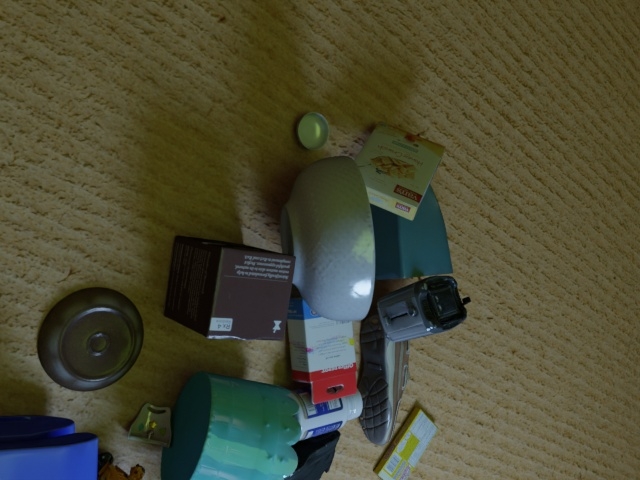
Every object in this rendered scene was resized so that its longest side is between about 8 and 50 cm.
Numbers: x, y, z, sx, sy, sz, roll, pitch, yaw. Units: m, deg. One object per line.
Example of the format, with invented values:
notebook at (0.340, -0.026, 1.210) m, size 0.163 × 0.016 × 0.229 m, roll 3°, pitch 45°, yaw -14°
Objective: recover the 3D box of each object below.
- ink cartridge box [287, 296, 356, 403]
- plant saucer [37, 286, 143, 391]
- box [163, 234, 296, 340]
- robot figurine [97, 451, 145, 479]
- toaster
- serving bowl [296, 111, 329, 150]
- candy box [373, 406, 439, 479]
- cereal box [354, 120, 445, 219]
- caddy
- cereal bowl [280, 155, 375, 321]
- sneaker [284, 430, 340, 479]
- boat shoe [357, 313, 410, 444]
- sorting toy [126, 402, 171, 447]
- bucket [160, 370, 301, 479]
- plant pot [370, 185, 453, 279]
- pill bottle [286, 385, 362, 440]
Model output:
ink cartridge box at (0.004, 0.238, 1.510) m, size 0.134 × 0.078 × 0.231 m, roll -4°, pitch 89°, yaw -36°
plant saucer at (-0.417, 0.187, 1.243) m, size 0.198 × 0.036 × 0.199 m, roll -5°, pitch 98°, yaw -36°
box at (-0.180, 0.090, 1.300) m, size 0.168 × 0.203 × 0.167 m, roll 9°, pitch 91°, yaw -37°
robot figurine at (-0.419, 0.536, 1.215) m, size 0.291 × 0.211 × 0.085 m, roll -51°, pitch 161°, yaw -23°
toaster at (0.238, 0.160, 1.571) m, size 0.227 × 0.146 × 0.129 m, roll -9°, pitch 79°, yaw -51°
serving bowl at (-0.022, -0.241, 1.479) m, size 0.083 × 0.027 × 0.084 m, roll -6°, pitch 99°, yaw -36°
candy box at (0.229, 0.554, 1.773) m, size 0.206 × 0.027 × 0.105 m, roll -52°, pitch 124°, yaw -19°
cereal box at (0.167, -0.162, 1.501) m, size 0.047 × 0.172 × 0.240 m, roll 105°, pitch 11°, yaw -46°
caddy at (-0.520, 0.393, 1.068) m, size 0.341 × 0.241 × 0.179 m, roll 9°, pitch 84°, yaw -39°
cereal bowl at (0.000, 0.000, 1.362) m, size 0.141 × 0.339 × 0.339 m, roll -5°, pitch 100°, yaw -12°
sneaker at (-0.057, 0.517, 1.491) m, size 0.286 × 0.109 × 0.130 m, roll -12°, pitch 112°, yaw -46°
boat shoe at (0.170, 0.341, 1.645) m, size 0.116 × 0.123 × 0.325 m, roll -1°, pitch 99°, yaw -38°
sorting toy at (-0.331, 0.363, 1.323) m, size 0.083 × 0.045 × 0.075 m, roll 15°, pitch 74°, yaw -10°
bucket at (-0.181, 0.394, 1.300) m, size 0.183 × 0.281 × 0.281 m, roll 21°, pitch 84°, yaw -24°
plant pot at (0.189, -0.029, 1.586) m, size 0.165 × 0.165 × 0.235 m, roll -4°, pitch 87°, yaw -36°
pill bottle at (-0.001, 0.384, 1.528) m, size 0.186 × 0.112 × 0.112 m, roll -4°, pitch 99°, yaw -36°
